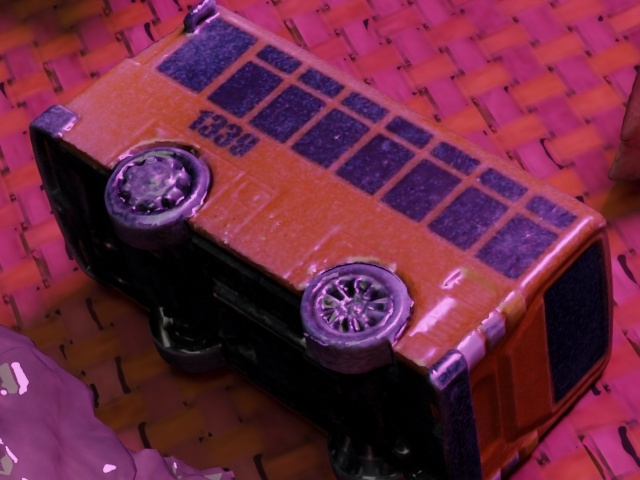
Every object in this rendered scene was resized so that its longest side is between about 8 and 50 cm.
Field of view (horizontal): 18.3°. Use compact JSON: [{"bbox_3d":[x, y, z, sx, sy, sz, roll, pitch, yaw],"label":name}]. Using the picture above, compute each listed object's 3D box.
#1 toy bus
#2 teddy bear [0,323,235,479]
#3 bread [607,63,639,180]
[{"bbox_3d":[0.000,0.000,0.650,0.182,0.091,0.103,32,62,31],"label":"toy bus"},{"bbox_3d":[-0.177,0.074,0.543,0.368,0.224,0.357,-1,18,-7],"label":"teddy bear"},{"bbox_3d":[0.179,-0.096,0.694,0.119,0.067,0.192,-3,47,44],"label":"bread"}]
